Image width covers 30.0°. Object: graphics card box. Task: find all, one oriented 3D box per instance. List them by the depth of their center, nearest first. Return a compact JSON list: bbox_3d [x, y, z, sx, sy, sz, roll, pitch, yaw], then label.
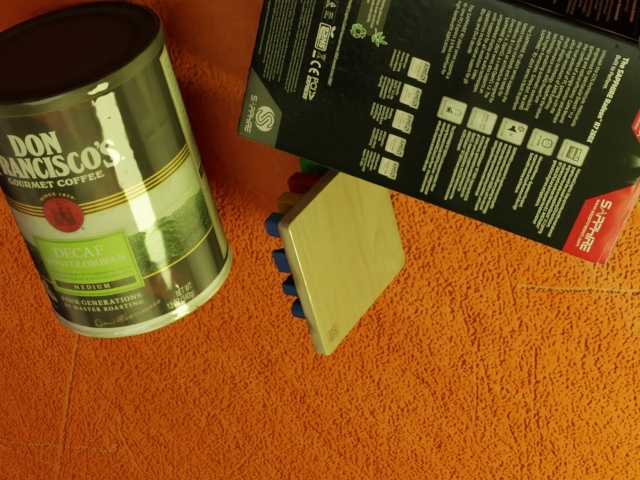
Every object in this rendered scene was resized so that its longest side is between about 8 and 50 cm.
[{"bbox_3d":[0.123,-0.143,1.075,0.371,0.094,0.233,19,131,5],"label":"graphics card box"}]

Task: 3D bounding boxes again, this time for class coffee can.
[{"bbox_3d":[-0.218,-0.070,1.195,0.201,0.201,0.275,0,127,21],"label":"coffee can"}]

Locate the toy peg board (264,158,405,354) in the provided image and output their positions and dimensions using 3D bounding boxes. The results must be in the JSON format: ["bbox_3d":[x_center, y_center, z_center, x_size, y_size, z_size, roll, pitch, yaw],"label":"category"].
[{"bbox_3d":[0.000,0.000,1.203,0.079,0.160,0.161,10,131,34],"label":"toy peg board"}]

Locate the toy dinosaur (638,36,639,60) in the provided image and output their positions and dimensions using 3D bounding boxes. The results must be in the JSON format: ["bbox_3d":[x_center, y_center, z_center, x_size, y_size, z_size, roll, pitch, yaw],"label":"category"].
[{"bbox_3d":[0.346,-0.240,0.923,0.268,0.064,0.118,-33,89,14],"label":"toy dinosaur"}]
